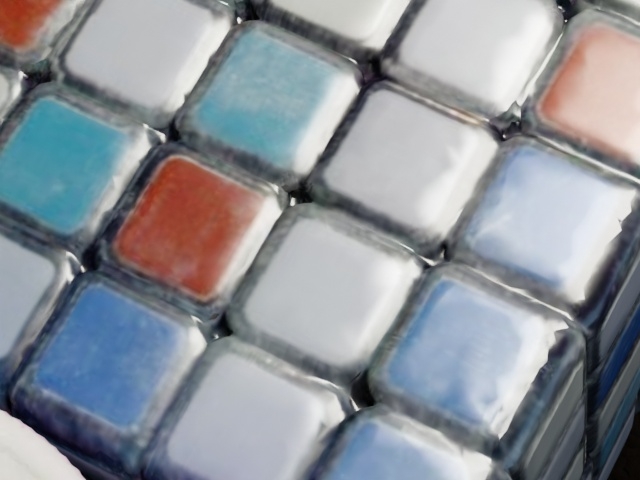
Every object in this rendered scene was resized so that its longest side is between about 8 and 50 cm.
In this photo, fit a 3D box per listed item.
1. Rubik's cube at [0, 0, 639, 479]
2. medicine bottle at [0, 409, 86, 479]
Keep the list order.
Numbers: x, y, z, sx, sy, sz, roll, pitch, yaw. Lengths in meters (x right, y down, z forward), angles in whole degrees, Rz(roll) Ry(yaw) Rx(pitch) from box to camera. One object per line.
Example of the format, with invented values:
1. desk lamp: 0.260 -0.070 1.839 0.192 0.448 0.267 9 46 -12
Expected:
1. Rubik's cube: 0.000 0.000 0.766 0.293 0.287 0.292 -61 163 -13
2. medicine bottle: -0.146 0.215 0.673 0.256 0.256 0.325 -57 163 -25
